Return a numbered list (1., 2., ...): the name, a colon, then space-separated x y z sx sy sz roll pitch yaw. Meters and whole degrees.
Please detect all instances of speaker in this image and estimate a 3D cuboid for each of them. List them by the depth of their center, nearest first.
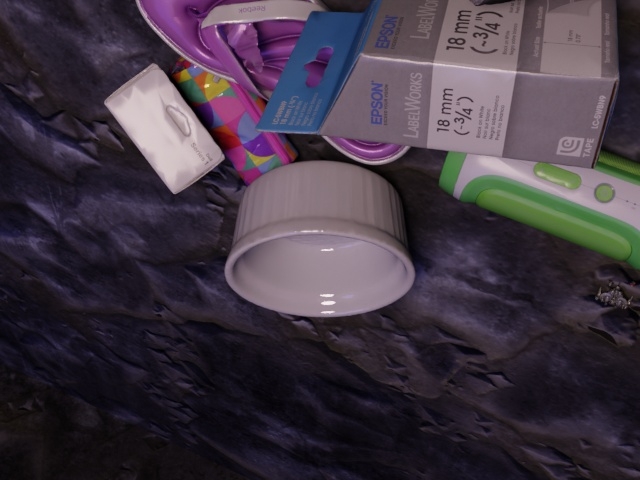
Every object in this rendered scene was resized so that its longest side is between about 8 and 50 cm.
1. speaker: 0.304 -0.064 0.926 0.296 0.131 0.131 23 141 12

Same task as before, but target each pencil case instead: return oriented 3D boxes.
1. pencil case: -0.126 -0.187 1.108 0.104 0.104 0.236 -7 130 39

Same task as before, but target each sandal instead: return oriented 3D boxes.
1. sandal: -0.047 -0.241 0.952 0.416 0.102 0.169 30 112 -6

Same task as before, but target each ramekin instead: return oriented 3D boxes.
1. ramekin: 0.000 0.000 1.123 0.277 0.135 0.277 1 150 1

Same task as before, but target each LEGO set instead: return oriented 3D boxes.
1. LEGO set: 0.431 0.080 1.075 0.054 0.023 0.083 39 141 -9

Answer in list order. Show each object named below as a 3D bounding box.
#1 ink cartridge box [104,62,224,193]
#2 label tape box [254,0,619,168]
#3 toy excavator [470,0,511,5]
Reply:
1. ink cartridge box: -0.224 -0.161 1.103 0.160 0.092 0.219 54 177 -11
2. label tape box: 0.118 -0.205 0.763 0.333 0.241 0.106 8 138 12
3. toy excavator: 0.243 -0.418 0.491 0.433 0.222 0.445 -159 55 -68
